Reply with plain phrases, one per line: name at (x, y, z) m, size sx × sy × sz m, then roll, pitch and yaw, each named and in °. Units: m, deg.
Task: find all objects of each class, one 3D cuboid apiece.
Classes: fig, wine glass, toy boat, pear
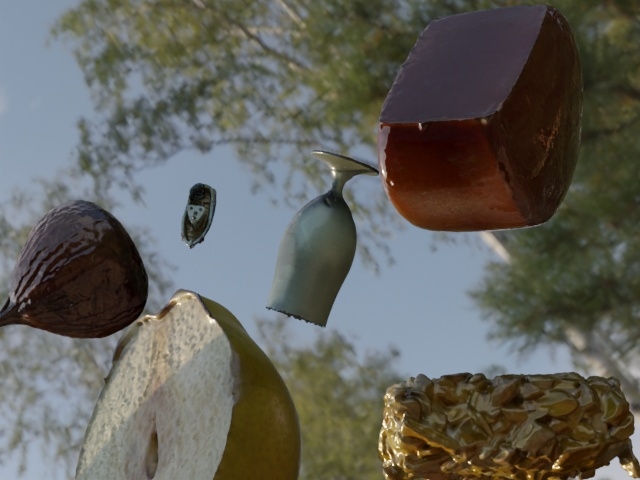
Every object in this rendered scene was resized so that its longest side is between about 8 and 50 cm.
fig at (-0.282, 0.049, 1.266) m, size 0.201 × 0.134 × 0.146 m, roll -22°, pitch -75°, yaw -17°
wine glass at (0.000, 0.000, 1.488) m, size 0.093 × 0.093 × 0.202 m, roll 21°, pitch -94°, yaw -47°
toy boat at (-0.139, -0.027, 1.398) m, size 0.038 × 0.083 × 0.038 m, roll 8°, pitch -24°, yaw 4°
pear at (-0.149, 0.273, 1.574) m, size 0.191 × 0.386 × 0.340 m, roll 29°, pitch -40°, yaw -33°

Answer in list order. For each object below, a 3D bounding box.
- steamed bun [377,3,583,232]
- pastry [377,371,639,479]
steamed bun at (0.238, -0.153, 1.733) m, size 0.235 × 0.379 × 0.248 m, roll -3°, pitch -54°, yaw 27°
pastry at (0.181, 0.183, 1.188) m, size 0.250 × 0.102 × 0.154 m, roll 1°, pitch -28°, yaw 0°
